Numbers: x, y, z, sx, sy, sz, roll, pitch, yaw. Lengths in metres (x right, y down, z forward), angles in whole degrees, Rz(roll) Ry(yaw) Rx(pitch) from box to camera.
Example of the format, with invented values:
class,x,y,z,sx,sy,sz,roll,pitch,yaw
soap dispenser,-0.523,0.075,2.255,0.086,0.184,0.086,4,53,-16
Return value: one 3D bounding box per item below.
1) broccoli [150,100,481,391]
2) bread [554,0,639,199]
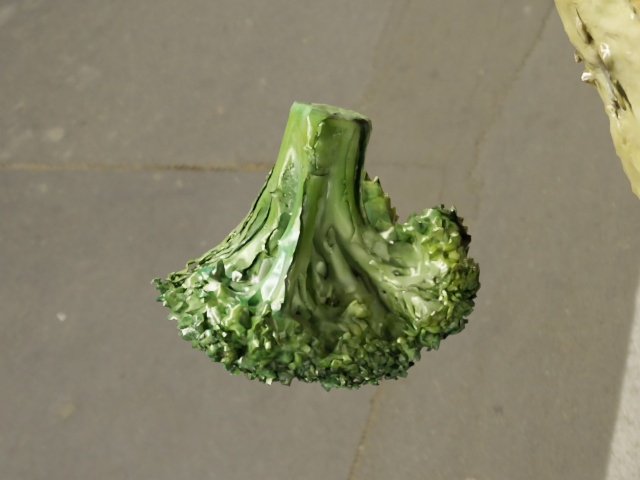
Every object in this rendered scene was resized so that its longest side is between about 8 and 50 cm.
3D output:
class,x,y,z,sx,sy,sz,roll,pitch,yaw
broccoli,0.000,0.000,0.762,0.219,0.194,0.194,8,51,0
bread,0.261,-0.130,0.769,0.165,0.375,0.236,-19,10,27
